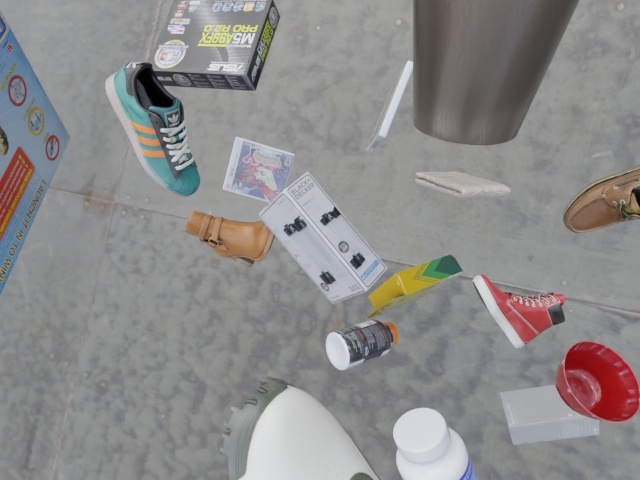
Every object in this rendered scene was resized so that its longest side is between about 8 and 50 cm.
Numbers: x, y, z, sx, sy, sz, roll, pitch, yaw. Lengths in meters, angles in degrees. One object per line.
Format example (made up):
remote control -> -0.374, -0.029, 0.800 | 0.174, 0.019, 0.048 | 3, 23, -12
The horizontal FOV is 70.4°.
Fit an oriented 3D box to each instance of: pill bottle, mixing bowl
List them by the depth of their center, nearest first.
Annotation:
pill bottle -> 0.253, 0.499, 0.975 | 0.153, 0.152, 0.271 | -12, 113, 27
mixing bowl -> 0.623, 0.337, 1.053 | 0.182, 0.098, 0.181 | 4, 57, -7
pill bottle -> 0.151, 0.346, 1.546 | 0.130, 0.246, 0.130 | 18, 112, 53

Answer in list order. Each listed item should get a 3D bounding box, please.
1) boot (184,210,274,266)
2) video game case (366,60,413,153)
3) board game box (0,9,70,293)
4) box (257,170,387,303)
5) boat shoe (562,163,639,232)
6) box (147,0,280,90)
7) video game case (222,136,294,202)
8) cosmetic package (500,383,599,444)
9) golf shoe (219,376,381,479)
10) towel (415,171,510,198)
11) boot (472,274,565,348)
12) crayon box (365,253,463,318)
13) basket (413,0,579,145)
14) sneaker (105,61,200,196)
boot -> -0.241, -0.033, 1.219 | 0.283, 0.220, 0.109 | -31, 33, 61
video game case -> 0.201, -0.383, 1.333 | 0.026, 0.206, 0.226 | 22, 87, -3
board game box -> -0.472, -0.120, 0.589 | 0.086, 0.302, 0.308 | 9, 62, -5
box -> 0.000, 0.000, 1.061 | 0.290, 0.087, 0.169 | 49, 148, -4
boat shoe -> 0.727, -0.102, 1.076 | 0.111, 0.104, 0.307 | 41, 128, -12
box -> -0.250, -0.462, 1.060 | 0.270, 0.060, 0.216 | 10, 73, 19
video game case -> -0.207, -0.230, 1.518 | 0.202, 0.023, 0.183 | 15, 107, -9
cosmetic package -> 0.663, 0.504, 1.327 | 0.238, 0.107, 0.127 | -13, 32, 12
golf shoe -> 0.035, 0.210, 0.323 | 0.120, 0.105, 0.272 | -15, 109, 41
towel -> 0.461, -0.185, 1.510 | 0.282, 0.187, 0.049 | -138, 47, -62
boot -> 0.522, 0.150, 1.179 | 0.176, 0.088, 0.244 | -36, 107, 16
crayon box -> 0.305, 0.157, 1.550 | 0.081, 0.319, 0.202 | 64, 148, 17
basket -> 0.181, -0.236, 0.508 | 0.204, 0.154, 0.226 | 29, 132, 33
sneaker -> -0.342, -0.236, 0.986 | 0.121, 0.108, 0.302 | -11, 116, 38
